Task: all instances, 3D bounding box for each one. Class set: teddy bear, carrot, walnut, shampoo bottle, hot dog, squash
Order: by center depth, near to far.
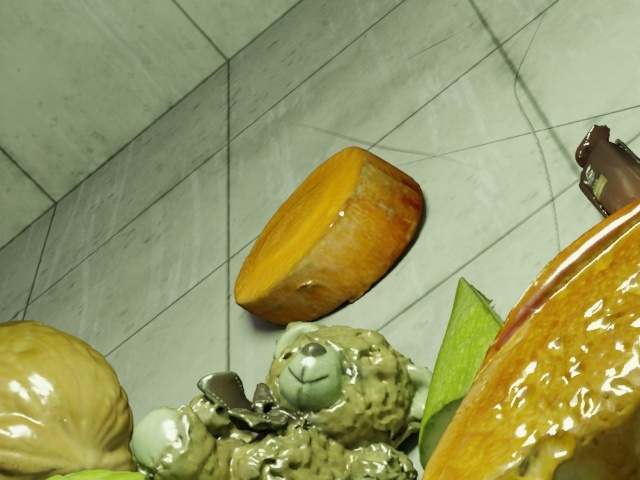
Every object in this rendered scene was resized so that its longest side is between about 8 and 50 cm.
[{"bbox_3d":[0.242,0.102,0.973,0.405,0.185,0.223,-39,22,11],"label":"hot dog"},{"bbox_3d":[0.166,0.084,1.280,0.169,0.093,0.252,-29,24,36],"label":"squash"},{"bbox_3d":[-0.006,0.181,1.319,0.267,0.156,0.256,21,58,23],"label":"teddy bear"},{"bbox_3d":[0.293,-0.050,1.350,0.068,0.067,0.236,-48,19,10],"label":"shampoo bottle"},{"bbox_3d":[-0.360,0.247,1.654,0.333,0.333,0.333,-36,21,17],"label":"walnut"},{"bbox_3d":[0.000,0.000,1.772,0.258,0.100,0.307,-55,16,-25],"label":"carrot"}]

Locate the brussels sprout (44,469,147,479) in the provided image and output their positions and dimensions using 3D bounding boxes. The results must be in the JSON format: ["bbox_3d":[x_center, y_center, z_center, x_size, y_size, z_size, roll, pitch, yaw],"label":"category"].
[{"bbox_3d":[-0.195,0.345,1.210,0.328,0.247,0.328,-30,49,42],"label":"brussels sprout"}]
